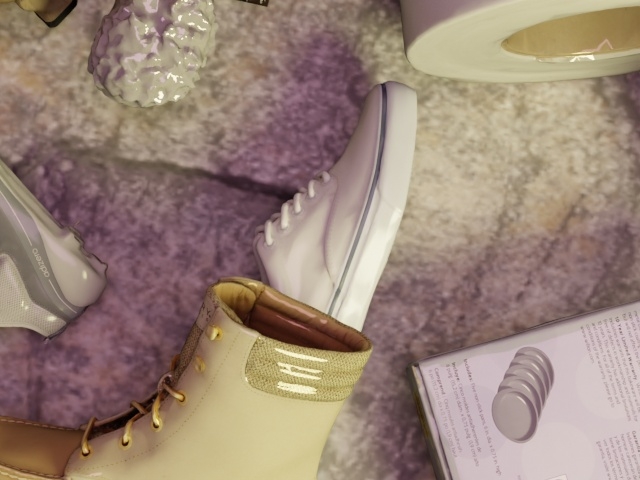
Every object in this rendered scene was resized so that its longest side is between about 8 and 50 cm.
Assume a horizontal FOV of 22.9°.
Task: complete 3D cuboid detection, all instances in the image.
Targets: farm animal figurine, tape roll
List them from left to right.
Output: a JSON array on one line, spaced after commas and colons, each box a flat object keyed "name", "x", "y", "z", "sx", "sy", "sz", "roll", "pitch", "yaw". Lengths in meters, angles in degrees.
[{"name": "farm animal figurine", "x": -0.171, "y": -0.297, "z": 1.099, "sx": 0.330, "sy": 0.172, "sz": 0.327, "roll": 28, "pitch": 85, "yaw": 9}, {"name": "tape roll", "x": 0.191, "y": -0.187, "z": 1.085, "sx": 0.286, "sy": 0.286, "sz": 0.100, "roll": -5, "pitch": 84, "yaw": -6}]

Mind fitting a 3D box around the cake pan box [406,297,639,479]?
[{"name": "cake pan box", "x": 0.213, "y": 0.180, "z": 1.117, "sx": 0.245, "sy": 0.070, "sz": 0.267, "roll": -17, "pitch": 84, "yaw": -5}]

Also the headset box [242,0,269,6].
[{"name": "headset box", "x": -0.073, "y": -0.217, "z": 1.188, "sx": 0.083, "sy": 0.032, "sz": 0.062, "roll": 12, "pitch": 82, "yaw": -5}]

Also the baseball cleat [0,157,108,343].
[{"name": "baseball cleat", "x": -0.249, "y": -0.014, "z": 1.127, "sx": 0.109, "sy": 0.072, "sz": 0.206, "roll": -45, "pitch": 85, "yaw": -2}]

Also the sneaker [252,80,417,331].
[{"name": "sneaker", "x": 0.000, "y": 0.000, "z": 1.136, "sx": 0.091, "sy": 0.094, "sz": 0.258, "roll": 19, "pitch": 82, "yaw": -8}]

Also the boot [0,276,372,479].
[{"name": "boot", "x": -0.112, "y": 0.112, "z": 1.065, "sx": 0.262, "sy": 0.095, "sz": 0.203, "roll": 16, "pitch": 116, "yaw": -7}]
